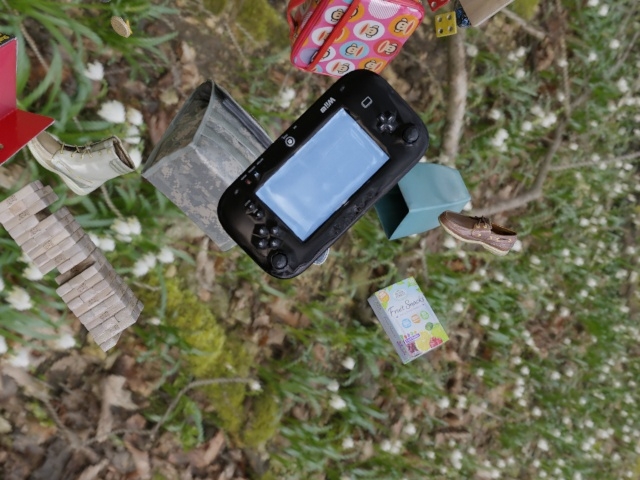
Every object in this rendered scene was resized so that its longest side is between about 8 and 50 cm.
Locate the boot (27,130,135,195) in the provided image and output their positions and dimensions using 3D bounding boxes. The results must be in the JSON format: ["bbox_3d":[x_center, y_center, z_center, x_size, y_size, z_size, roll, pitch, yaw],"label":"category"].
[{"bbox_3d":[-0.541,-0.202,1.645,0.213,0.165,0.077,52,25,-44],"label":"boot"}]

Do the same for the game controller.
[{"bbox_3d":[0.002,-0.095,1.057,0.319,0.166,0.067,-44,-165,3],"label":"game controller"}]

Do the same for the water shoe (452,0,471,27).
[{"bbox_3d":[0.346,-0.528,1.675,0.203,0.072,0.080,-78,179,-69],"label":"water shoe"}]

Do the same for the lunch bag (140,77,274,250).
[{"bbox_3d":[-0.181,-0.166,1.428,0.169,0.235,0.287,-25,-147,30],"label":"lunch bag"}]

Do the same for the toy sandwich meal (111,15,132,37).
[{"bbox_3d":[-0.647,-0.700,2.372,0.029,0.085,0.086,-53,168,-28],"label":"toy sandwich meal"}]

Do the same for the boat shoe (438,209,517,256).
[{"bbox_3d":[0.331,-0.027,1.521,0.060,0.178,0.064,-56,-161,39],"label":"boat shoe"}]

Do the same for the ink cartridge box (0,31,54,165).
[{"bbox_3d":[-0.566,-0.203,1.023,0.309,0.271,0.130,-73,179,-57],"label":"ink cartridge box"}]

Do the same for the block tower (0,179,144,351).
[{"bbox_3d":[-0.472,0.045,1.391,0.097,0.335,0.091,-32,-167,4],"label":"block tower"}]

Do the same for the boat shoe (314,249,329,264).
[{"bbox_3d":[0.000,0.000,1.970,0.083,0.065,0.183,-107,-161,-58],"label":"boat shoe"}]

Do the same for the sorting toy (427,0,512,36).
[{"bbox_3d":[0.348,-0.536,1.531,0.274,0.132,0.046,-31,168,34],"label":"sorting toy"}]

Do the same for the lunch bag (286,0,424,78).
[{"bbox_3d":[0.055,-0.472,1.557,0.293,0.258,0.120,137,-43,-57],"label":"lunch bag"}]

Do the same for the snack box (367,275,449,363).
[{"bbox_3d":[0.167,0.150,1.382,0.100,0.141,0.037,-20,163,-33],"label":"snack box"}]

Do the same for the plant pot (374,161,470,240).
[{"bbox_3d":[0.297,-0.125,2.100,0.165,0.234,0.166,120,-44,-55],"label":"plant pot"}]
